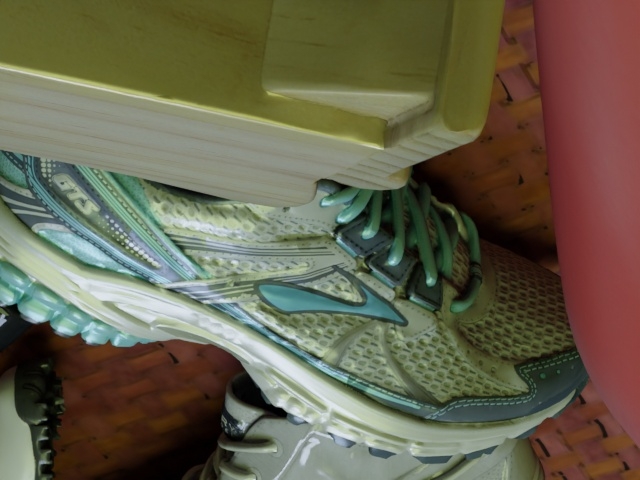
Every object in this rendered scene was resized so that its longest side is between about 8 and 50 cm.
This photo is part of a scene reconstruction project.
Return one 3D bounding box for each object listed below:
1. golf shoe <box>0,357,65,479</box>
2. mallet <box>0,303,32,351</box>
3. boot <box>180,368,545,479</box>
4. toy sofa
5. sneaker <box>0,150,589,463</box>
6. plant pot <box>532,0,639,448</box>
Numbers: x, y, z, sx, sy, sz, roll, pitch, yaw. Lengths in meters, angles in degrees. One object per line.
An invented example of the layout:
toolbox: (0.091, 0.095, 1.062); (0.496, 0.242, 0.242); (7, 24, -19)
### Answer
golf shoe: (-0.176, 0.125, 0.916); (0.094, 0.077, 0.198); (12, 134, -15)
mallet: (-0.209, 0.000, 0.814); (0.190, 0.039, 0.062); (31, 124, -26)
boot: (-0.031, 0.108, 0.911); (0.258, 0.095, 0.123); (-18, 128, 5)
toy sofa: (-0.127, -0.121, 0.602); (0.362, 0.150, 0.177); (11, 171, -15)
sneaker: (0.000, 0.000, 0.773); (0.283, 0.110, 0.122); (16, 130, -20)
plant pot: (0.180, -0.076, 0.569); (0.275, 0.275, 0.243); (-14, 139, 11)
